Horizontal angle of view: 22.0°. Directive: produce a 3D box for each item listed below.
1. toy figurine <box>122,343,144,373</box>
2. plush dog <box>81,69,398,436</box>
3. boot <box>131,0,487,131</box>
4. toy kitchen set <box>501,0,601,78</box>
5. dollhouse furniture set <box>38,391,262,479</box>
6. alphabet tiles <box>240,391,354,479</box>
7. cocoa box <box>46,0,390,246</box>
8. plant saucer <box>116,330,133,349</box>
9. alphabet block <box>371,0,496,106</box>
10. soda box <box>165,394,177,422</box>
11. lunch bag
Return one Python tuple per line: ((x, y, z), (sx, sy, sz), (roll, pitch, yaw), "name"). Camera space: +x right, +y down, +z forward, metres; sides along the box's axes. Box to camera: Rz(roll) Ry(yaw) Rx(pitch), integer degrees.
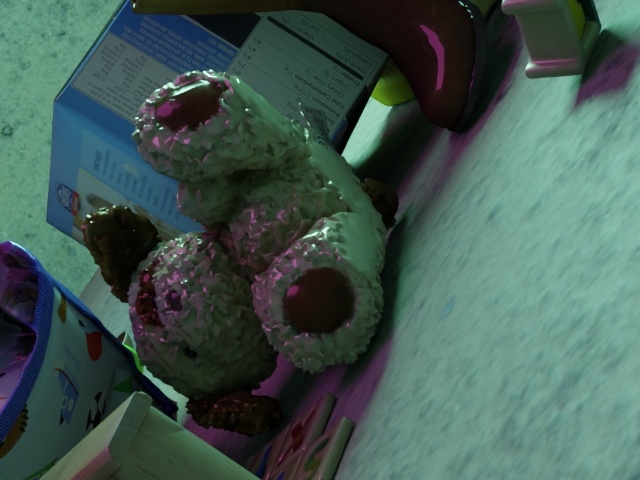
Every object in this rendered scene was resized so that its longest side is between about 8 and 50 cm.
((-0.272, 0.222, 1.873), (0.173, 0.130, 0.159), (-42, 27, 24), "toy figurine")
((-0.062, 0.025, 1.297), (0.225, 0.262, 0.210), (-42, -19, 20), "plush dog")
((-0.016, -0.201, 1.360), (0.096, 0.280, 0.264), (121, 145, -51), "boot")
((0.222, -0.210, 1.077), (0.207, 0.166, 0.122), (-3, 42, 29), "toy kitchen set")
((-0.113, 0.271, 0.754), (0.303, 0.174, 0.355), (-43, 16, 43), "dollhouse furniture set")
((-0.086, 0.265, 1.129), (0.285, 0.011, 0.342), (-44, 15, 46), "alphabet tiles")
((-0.107, -0.097, 1.565), (0.228, 0.231, 0.347), (-58, 0, -20), "cocoa box")
((-0.303, 0.201, 2.253), (0.168, 0.029, 0.168), (-52, 10, 13), "plant saucer")
((0.067, -0.266, 1.592), (0.197, 0.192, 0.193), (-58, 9, -7), "alphabet block")
((-0.197, 0.206, 1.608), (0.092, 0.083, 0.263), (-55, 11, 5), "soda box")
((-0.290, 0.216, 1.270), (0.385, 0.239, 0.328), (-51, -29, -12), "lunch bag")
